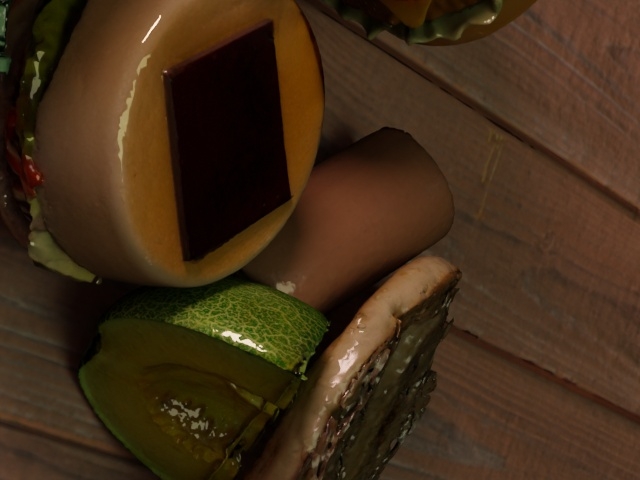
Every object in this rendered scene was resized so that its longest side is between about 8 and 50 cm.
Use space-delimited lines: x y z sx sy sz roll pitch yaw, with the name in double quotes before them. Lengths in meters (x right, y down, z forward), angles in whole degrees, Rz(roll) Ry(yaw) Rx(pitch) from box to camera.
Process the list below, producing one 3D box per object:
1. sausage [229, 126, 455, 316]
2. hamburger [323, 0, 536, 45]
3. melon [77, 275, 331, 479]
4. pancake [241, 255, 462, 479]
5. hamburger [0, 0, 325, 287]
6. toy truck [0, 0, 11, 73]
"sausage" 0.000 0.000 1.786 0.253 0.123 0.123 -32 125 -36
"hamburger" 0.073 -0.311 1.652 0.212 0.274 0.274 34 77 -51
"melon" -0.099 0.090 1.662 0.129 0.169 0.265 -61 -176 -36
"pancake" 0.017 0.189 1.818 0.382 0.071 0.382 -55 164 -25
"hamburger" -0.133 -0.103 1.564 0.302 0.170 0.302 -24 122 -46
"toy truck" -0.297 -0.164 1.425 0.154 0.078 0.080 3 93 -18
